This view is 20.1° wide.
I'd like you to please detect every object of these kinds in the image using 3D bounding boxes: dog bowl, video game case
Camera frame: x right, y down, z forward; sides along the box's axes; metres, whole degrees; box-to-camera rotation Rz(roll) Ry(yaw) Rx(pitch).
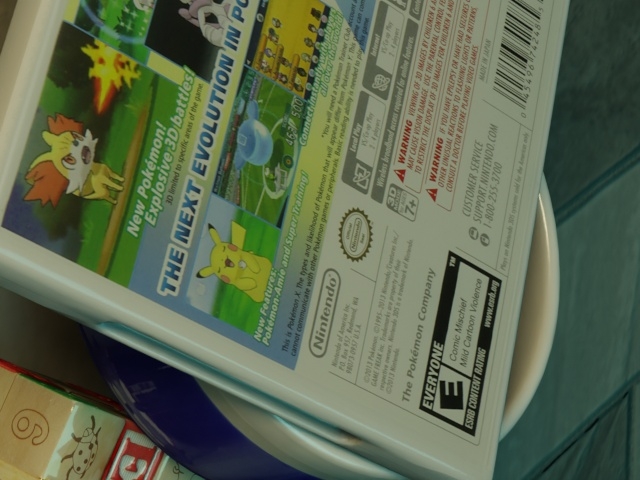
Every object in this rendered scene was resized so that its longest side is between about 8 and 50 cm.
[{"bbox_3d":[0.000,0.000,0.947,0.265,0.104,0.265,13,69,-38],"label":"dog bowl"},{"bbox_3d":[-0.007,-0.080,0.870,0.300,0.036,0.329,29,61,-31],"label":"video game case"}]

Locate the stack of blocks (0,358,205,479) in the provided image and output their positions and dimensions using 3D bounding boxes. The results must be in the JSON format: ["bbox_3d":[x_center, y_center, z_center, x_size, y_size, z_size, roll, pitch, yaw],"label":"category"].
[{"bbox_3d":[-0.168,0.224,0.951,0.171,0.087,0.297,32,81,-55],"label":"stack of blocks"}]
